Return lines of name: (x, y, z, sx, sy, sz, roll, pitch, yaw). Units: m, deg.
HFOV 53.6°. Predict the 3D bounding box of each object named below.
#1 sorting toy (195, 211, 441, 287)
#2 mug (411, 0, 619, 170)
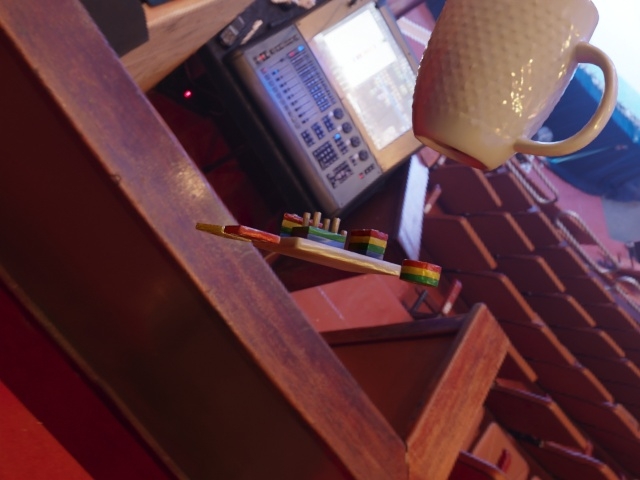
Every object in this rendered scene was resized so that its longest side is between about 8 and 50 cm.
sorting toy: (0.000, 0.000, 0.733, 0.274, 0.132, 0.046, 15, 83, -25)
mug: (0.359, -0.295, 1.186, 0.276, 0.374, 0.328, 18, 99, -58)
